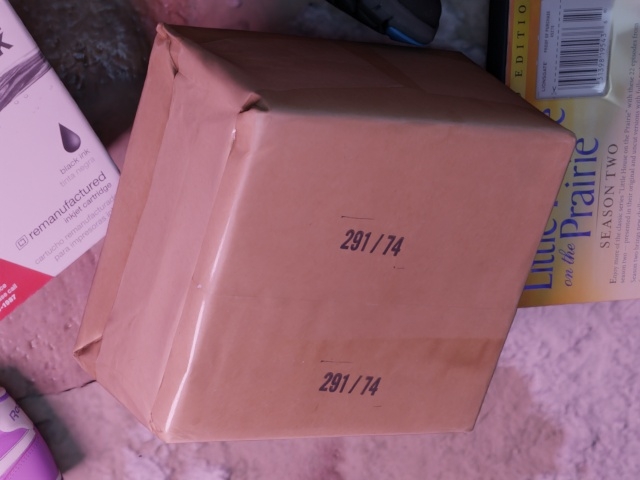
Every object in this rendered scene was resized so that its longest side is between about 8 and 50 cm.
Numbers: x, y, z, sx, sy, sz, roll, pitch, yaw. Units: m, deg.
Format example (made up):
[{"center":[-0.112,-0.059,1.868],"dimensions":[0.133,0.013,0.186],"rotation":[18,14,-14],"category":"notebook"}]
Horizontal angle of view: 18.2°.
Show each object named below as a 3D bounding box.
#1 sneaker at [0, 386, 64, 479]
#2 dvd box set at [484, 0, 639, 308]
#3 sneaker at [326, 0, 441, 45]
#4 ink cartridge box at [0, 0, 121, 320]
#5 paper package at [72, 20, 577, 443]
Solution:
[{"center":[-0.373,0.224,1.717],"dimensions":[0.282,0.102,0.161],"rotation":[-32,113,-15],"category":"sneaker"},{"center":[0.350,-0.098,1.759],"dimensions":[0.420,0.062,0.307],"rotation":[-4,114,-11],"category":"dvd box set"},{"center":[0.007,-0.292,1.570],"dimensions":[0.139,0.125,0.341],"rotation":[-48,122,-8],"category":"sneaker"},{"center":[-0.298,-0.081,1.549],"dimensions":[0.197,0.114,0.273],"rotation":[-41,124,-15],"category":"ink cartridge box"},{"center":[0.000,0.000,1.608],"dimensions":[0.325,0.168,0.309],"rotation":[0,118,-37],"category":"paper package"}]
